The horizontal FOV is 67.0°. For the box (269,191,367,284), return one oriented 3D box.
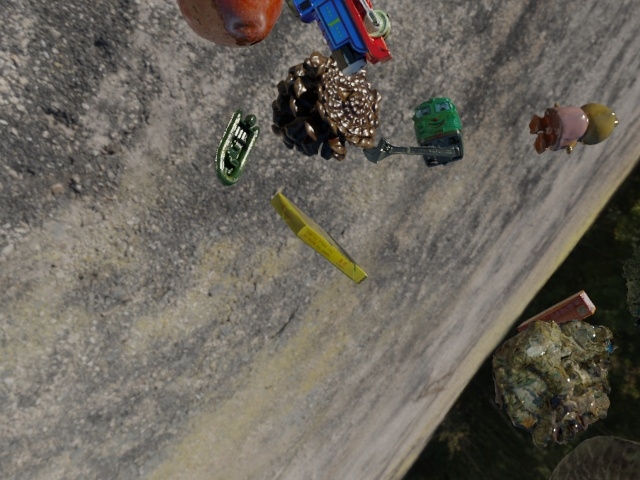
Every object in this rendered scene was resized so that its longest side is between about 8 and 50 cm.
[{"bbox_3d":[-0.001,0.000,1.181,0.041,0.153,0.279,-46,135,6],"label":"box"}]

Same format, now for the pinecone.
[{"bbox_3d":[-0.006,-0.428,1.637,0.384,0.384,0.385,-37,148,-27],"label":"pinecone"}]

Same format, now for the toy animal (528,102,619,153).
[{"bbox_3d":[0.891,-0.399,1.679,0.280,0.196,0.169,-4,165,-7],"label":"toy animal"}]

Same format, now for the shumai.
[{"bbox_3d":[0.726,0.638,1.040,0.395,0.347,0.395,-62,-169,22],"label":"shumai"}]

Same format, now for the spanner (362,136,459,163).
[{"bbox_3d":[0.303,-0.299,1.624,0.026,0.324,0.093,-71,163,-72],"label":"spanner"}]

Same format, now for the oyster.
[{"bbox_3d":[0.439,0.245,0.890,0.259,0.198,0.092,-25,154,-21],"label":"oyster"}]

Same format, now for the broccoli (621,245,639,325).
[{"bbox_3d":[0.742,0.088,0.954,0.303,0.283,0.322,-13,112,7],"label":"broccoli"}]

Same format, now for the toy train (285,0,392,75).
[{"bbox_3d":[0.030,-0.367,0.778,0.130,0.204,0.083,-26,-171,16],"label":"toy train"}]

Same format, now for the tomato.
[{"bbox_3d":[-0.191,-0.527,1.054,0.232,0.232,0.189,-36,145,-29],"label":"tomato"}]

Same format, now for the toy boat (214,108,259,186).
[{"bbox_3d":[-0.220,-0.238,1.255,0.104,0.052,0.211,41,63,-50],"label":"toy boat"}]

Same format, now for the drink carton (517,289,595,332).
[{"bbox_3d":[0.754,0.249,1.549,0.222,0.071,0.096,-39,162,30],"label":"drink carton"}]

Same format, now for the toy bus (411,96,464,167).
[{"bbox_3d":[0.487,-0.446,1.993,0.183,0.200,0.343,-12,168,15],"label":"toy bus"}]
